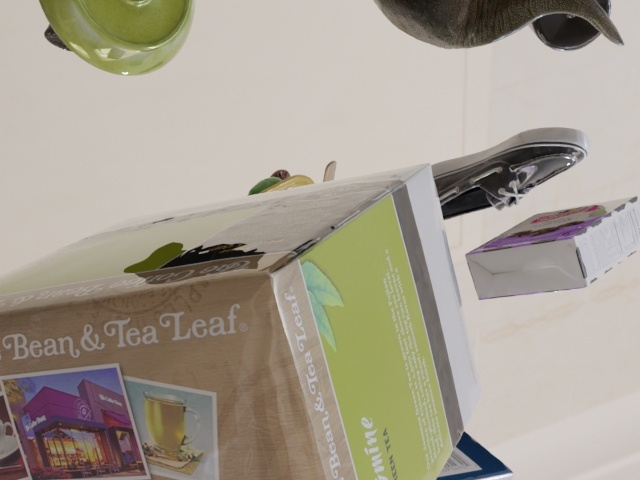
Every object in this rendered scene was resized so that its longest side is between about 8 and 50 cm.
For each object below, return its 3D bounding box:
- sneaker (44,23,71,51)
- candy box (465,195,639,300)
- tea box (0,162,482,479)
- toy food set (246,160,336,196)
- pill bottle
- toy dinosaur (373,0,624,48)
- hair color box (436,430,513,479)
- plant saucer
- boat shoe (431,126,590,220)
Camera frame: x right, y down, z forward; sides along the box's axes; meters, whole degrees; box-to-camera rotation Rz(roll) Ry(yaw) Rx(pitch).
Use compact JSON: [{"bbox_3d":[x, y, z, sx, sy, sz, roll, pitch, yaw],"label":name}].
[{"bbox_3d":[-0.362,-0.331,1.458,0.170,0.051,0.089,24,-115,-9],"label":"sneaker"},{"bbox_3d":[0.318,0.009,1.244,0.164,0.070,0.196,-12,-171,44],"label":"candy box"},{"bbox_3d":[-0.085,0.098,0.722,0.329,0.220,0.323,-9,-169,26],"label":"tea box"},{"bbox_3d":[-0.076,-0.060,1.554,0.071,0.128,0.218,32,-136,34],"label":"toy food set"},{"bbox_3d":[0.376,-0.392,1.499,0.122,0.123,0.219,-8,-151,1],"label":"pill bottle"},{"bbox_3d":[0.085,-0.217,0.689,0.313,0.160,0.121,41,-156,11],"label":"toy dinosaur"},{"bbox_3d":[0.081,0.397,1.085,0.173,0.347,0.105,3,-159,-37],"label":"hair color box"},{"bbox_3d":[-0.252,-0.336,1.208,0.037,0.241,0.241,-4,-140,46],"label":"plant saucer"},{"bbox_3d":[0.301,-0.099,1.536,0.301,0.108,0.102,-14,-123,33],"label":"boat shoe"}]
